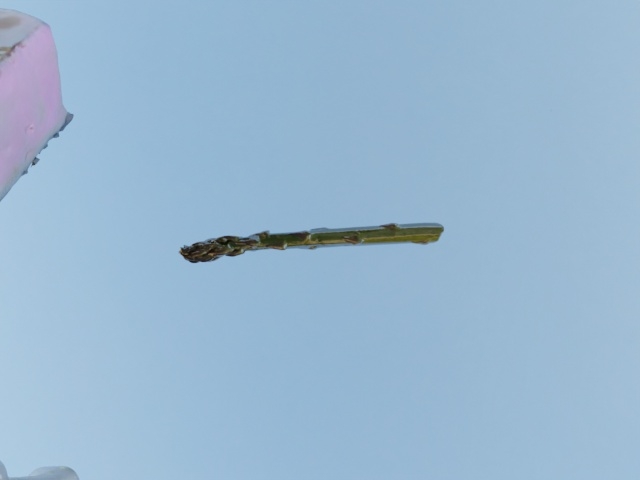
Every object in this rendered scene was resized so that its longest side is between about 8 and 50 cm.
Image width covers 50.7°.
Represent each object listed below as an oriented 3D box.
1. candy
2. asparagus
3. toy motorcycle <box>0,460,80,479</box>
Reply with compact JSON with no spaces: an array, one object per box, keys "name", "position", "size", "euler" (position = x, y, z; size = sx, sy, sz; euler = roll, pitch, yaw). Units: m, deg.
[{"name":"candy","position":[-0.343,-0.091,0.575],"size":[0.155,0.265,0.116],"euler":[12,-44,4]},{"name":"asparagus","position":[0.000,0.000,0.597],"size":[0.248,0.024,0.025],"euler":[-5,-77,-23]},{"name":"toy motorcycle","position":[-0.310,0.257,0.627],"size":[0.222,0.341,0.108],"euler":[-7,-120,13]}]
